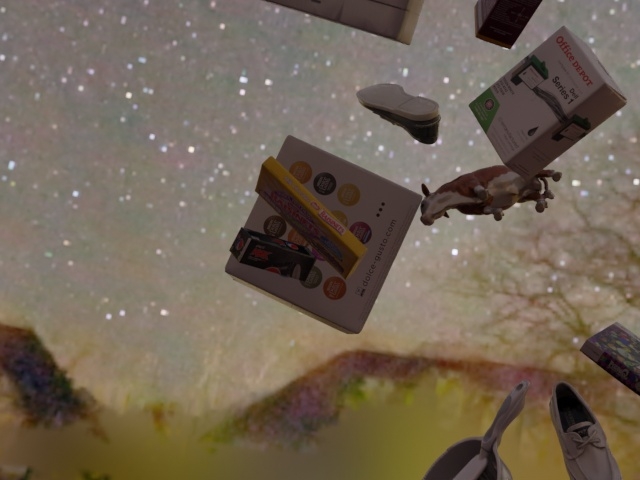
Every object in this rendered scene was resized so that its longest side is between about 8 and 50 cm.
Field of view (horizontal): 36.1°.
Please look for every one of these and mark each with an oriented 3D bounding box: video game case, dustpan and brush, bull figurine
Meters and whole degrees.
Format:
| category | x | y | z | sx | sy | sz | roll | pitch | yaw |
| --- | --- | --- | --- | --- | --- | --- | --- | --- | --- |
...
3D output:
| category | x | y | z | sx | sy | sz | roll | pitch | yaw |
| --- | --- | --- | --- | --- | --- | --- | --- | --- | --- |
| video game case | 0.749 | 0.289 | 2.345 | 0.210 | 0.042 | 0.232 | 38 | 26 | 25 |
| dustpan and brush | 0.175 | 0.248 | 1.074 | 0.060 | 0.211 | 0.147 | 41 | -3 | -24 |
| bull figurine | 0.366 | -0.101 | 2.122 | 0.310 | 0.101 | 0.188 | -18 | 20 | -16 |

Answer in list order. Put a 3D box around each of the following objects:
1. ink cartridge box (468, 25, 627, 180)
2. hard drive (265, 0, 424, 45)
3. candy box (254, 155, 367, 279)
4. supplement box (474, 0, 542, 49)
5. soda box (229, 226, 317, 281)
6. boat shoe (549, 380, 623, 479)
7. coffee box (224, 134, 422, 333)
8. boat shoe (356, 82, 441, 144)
| category | x | y | z | sx | sy | sz | roll | pitch | yaw |
| --- | --- | --- | --- | --- | --- | --- | --- | --- | --- |
| ink cartridge box | 0.392 | -0.239 | 1.708 | 0.219 | 0.160 | 0.092 | -41 | -38 | 22 |
| hard drive | 0.055 | -0.421 | 1.102 | 0.233 | 0.353 | 0.047 | 25 | 13 | 34 |
| candy box | -0.018 | -0.033 | 1.509 | 0.206 | 0.027 | 0.105 | 44 | -24 | 8 |
| supplement box | 0.373 | -0.478 | 1.891 | 0.080 | 0.104 | 0.188 | 16 | -42 | -13 |
| soda box | -0.093 | 0.028 | 1.949 | 0.169 | 0.060 | 0.053 | 18 | 17 | -37 |
| boat shoe | 0.491 | 0.378 | 1.853 | 0.095 | 0.258 | 0.084 | -21 | -49 | -1 |
| coffee box | 0.000 | 0.000 | 2.278 | 0.334 | 0.338 | 0.338 | 25 | -5 | 1 |
| boat shoe | 0.195 | -0.323 | 2.504 | 0.319 | 0.116 | 0.099 | 32 | -36 | 53 |
